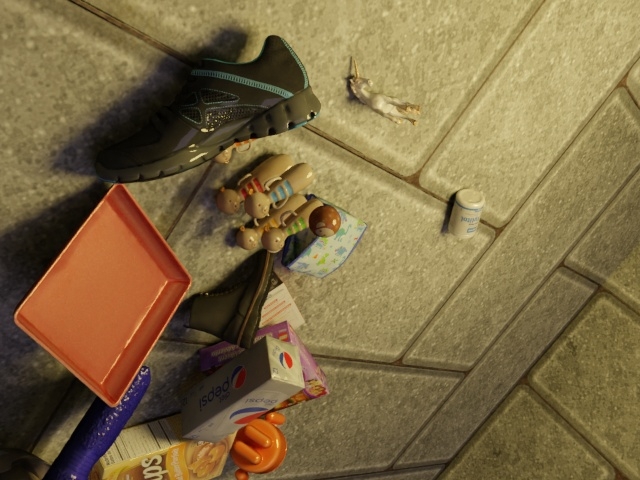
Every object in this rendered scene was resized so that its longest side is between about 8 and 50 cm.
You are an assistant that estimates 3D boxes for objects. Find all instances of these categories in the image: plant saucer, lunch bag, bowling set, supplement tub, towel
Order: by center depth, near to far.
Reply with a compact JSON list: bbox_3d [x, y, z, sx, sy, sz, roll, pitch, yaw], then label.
[{"bbox_3d":[-0.330,0.084,0.985,0.258,0.047,0.259,-63,146,-32],"label":"plant saucer"},{"bbox_3d":[-0.078,-0.059,1.065,0.154,0.200,0.287,-34,138,-11],"label":"bowling set"},{"bbox_3d":[-0.392,0.355,1.085,0.308,0.076,0.227,-60,-167,-23],"label":"towel"},{"bbox_3d":[0.000,0.000,1.266,0.129,0.096,0.151,22,100,-51],"label":"lunch bag"},{"bbox_3d":[0.354,-0.066,1.548,0.071,0.071,0.107,-21,137,-27],"label":"supplement tub"}]

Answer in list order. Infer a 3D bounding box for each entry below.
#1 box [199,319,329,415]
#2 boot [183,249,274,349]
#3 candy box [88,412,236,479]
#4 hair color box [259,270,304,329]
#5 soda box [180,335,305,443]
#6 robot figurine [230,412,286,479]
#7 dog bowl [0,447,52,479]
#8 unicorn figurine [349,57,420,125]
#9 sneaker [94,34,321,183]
[{"bbox_3d":[-0.116,0.295,1.414,0.201,0.057,0.293,-20,142,6],"label":"box"},{"bbox_3d":[-0.171,0.096,1.225,0.077,0.137,0.198,96,10,-68],"label":"boot"},{"bbox_3d":[-0.352,0.482,1.407,0.316,0.087,0.183,-7,130,-40],"label":"candy box"},{"bbox_3d":[-0.103,0.143,1.343,0.093,0.053,0.167,-34,143,-10],"label":"hair color box"},{"bbox_3d":[-0.164,0.308,1.288,0.091,0.098,0.286,26,127,-39],"label":"soda box"},{"bbox_3d":[-0.149,0.506,1.565,0.128,0.158,0.219,-7,158,2],"label":"robot figurine"},{"bbox_3d":[-0.614,0.535,1.147,0.349,0.102,0.349,-26,129,-37],"label":"dog bowl"},{"bbox_3d":[0.116,-0.249,1.144,0.060,0.111,0.162,-59,156,4],"label":"unicorn figurine"},{"bbox_3d":[-0.177,-0.185,0.935,0.341,0.125,0.140,-24,101,-9],"label":"sneaker"}]
